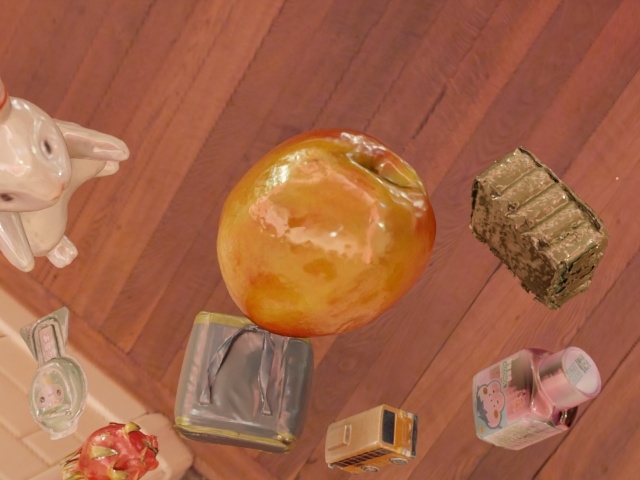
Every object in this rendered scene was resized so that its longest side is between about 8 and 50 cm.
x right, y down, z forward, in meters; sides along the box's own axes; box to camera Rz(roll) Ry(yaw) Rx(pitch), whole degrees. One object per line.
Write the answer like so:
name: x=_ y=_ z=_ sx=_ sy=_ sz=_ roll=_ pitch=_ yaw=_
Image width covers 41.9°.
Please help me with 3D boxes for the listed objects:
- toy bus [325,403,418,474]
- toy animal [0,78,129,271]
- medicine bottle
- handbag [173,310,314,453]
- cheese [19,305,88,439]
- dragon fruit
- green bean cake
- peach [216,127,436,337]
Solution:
toy bus: x=0.088 y=0.369 z=1.539 sx=0.182 sy=0.103 sz=0.091 roll=-33 pitch=41 yaw=47
toy animal: x=-0.254 y=-0.059 z=0.701 sx=0.138 sy=0.282 sz=0.140 roll=33 pitch=81 yaw=-7
medicine bottle: x=0.321 y=0.231 z=1.252 sx=0.188 sy=0.094 sz=0.119 roll=-40 pitch=36 yaw=45
handbag: x=-0.149 y=0.286 z=1.662 sx=0.263 sy=0.222 sz=0.241 roll=12 pitch=70 yaw=-1
cheese: x=-0.248 y=0.126 z=0.779 sx=0.067 sy=0.026 sz=0.120 roll=-25 pitch=66 yaw=14
dragon fruit: x=-0.260 y=0.268 z=1.027 sx=0.116 sy=0.086 sz=0.081 roll=-10 pitch=131 yaw=15
green bean cake: x=0.382 y=-0.012 z=1.488 sx=0.132 sy=0.255 sz=0.241 roll=-37 pitch=64 yaw=-8
peach: x=0.000 y=0.000 z=1.232 sx=0.308 sy=0.308 sz=0.332 roll=44 pitch=110 yaw=11
